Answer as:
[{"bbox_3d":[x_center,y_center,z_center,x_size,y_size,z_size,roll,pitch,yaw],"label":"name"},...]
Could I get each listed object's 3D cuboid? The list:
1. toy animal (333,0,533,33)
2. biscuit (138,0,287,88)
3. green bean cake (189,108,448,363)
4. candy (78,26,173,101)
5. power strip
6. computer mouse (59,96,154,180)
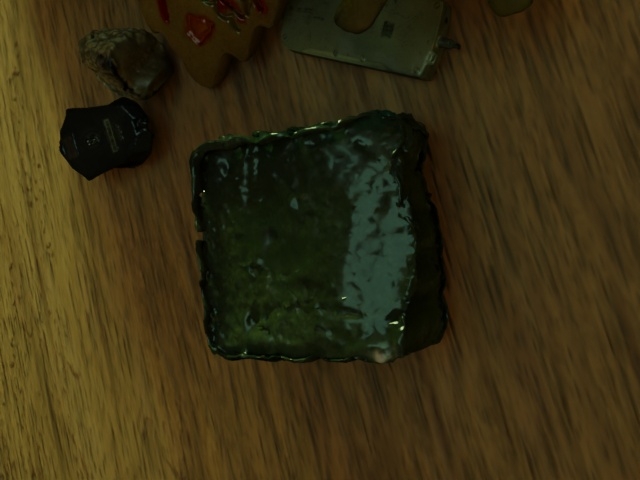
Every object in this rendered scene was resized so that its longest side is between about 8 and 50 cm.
[{"bbox_3d":[0.098,-0.339,0.678,0.181,0.180,0.363,-7,42,15],"label":"toy animal"},{"bbox_3d":[-0.121,-0.285,0.830,0.238,0.041,0.212,-6,113,38],"label":"biscuit"},{"bbox_3d":[0.000,0.000,0.749,0.255,0.132,0.241,-7,86,32],"label":"green bean cake"},{"bbox_3d":[-0.250,-0.228,0.942,0.110,0.095,0.085,13,55,44],"label":"candy"},{"bbox_3d":[0.050,-0.222,0.778,0.227,0.029,0.080,22,100,33],"label":"power strip"},{"bbox_3d":[-0.277,-0.137,0.980,0.172,0.057,0.099,-8,98,33],"label":"computer mouse"}]
